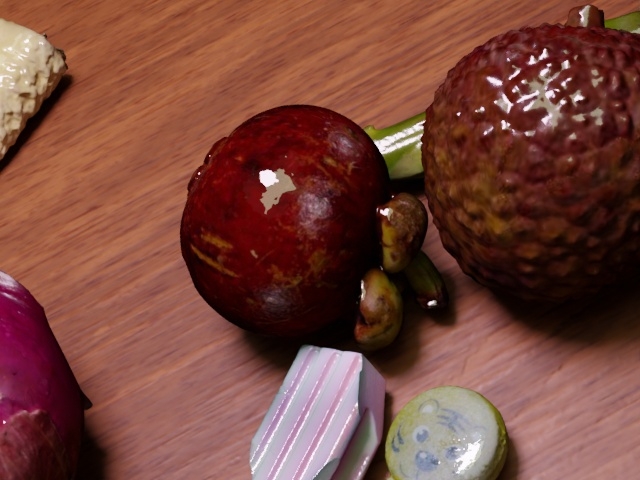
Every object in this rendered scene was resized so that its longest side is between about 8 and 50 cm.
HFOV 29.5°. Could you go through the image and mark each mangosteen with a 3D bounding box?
[{"bbox_3d":[0.000,0.000,1.106,0.257,0.215,0.215,32,68,4],"label":"mangosteen"}]

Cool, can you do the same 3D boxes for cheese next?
[{"bbox_3d":[-0.386,-0.170,1.429,0.123,0.094,0.167,25,71,22],"label":"cheese"}]

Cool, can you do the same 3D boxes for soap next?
[{"bbox_3d":[0.000,0.168,1.049,0.100,0.056,0.149,2,55,44],"label":"soap"}]

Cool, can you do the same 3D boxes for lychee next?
[{"bbox_3d":[0.208,-0.070,1.042,0.260,0.260,0.261,-10,53,13],"label":"lychee"}]

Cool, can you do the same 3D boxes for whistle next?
[{"bbox_3d":[0.079,0.210,1.010,0.104,0.057,0.198,26,74,44],"label":"whistle"}]

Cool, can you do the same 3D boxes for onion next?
[{"bbox_3d":[-0.392,0.130,1.027,0.347,0.385,0.348,-18,40,16],"label":"onion"}]

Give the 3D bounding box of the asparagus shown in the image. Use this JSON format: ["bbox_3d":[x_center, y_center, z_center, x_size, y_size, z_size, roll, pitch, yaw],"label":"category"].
[{"bbox_3d":[0.171,-0.126,1.199,0.343,0.085,0.082,-26,57,5],"label":"asparagus"}]
